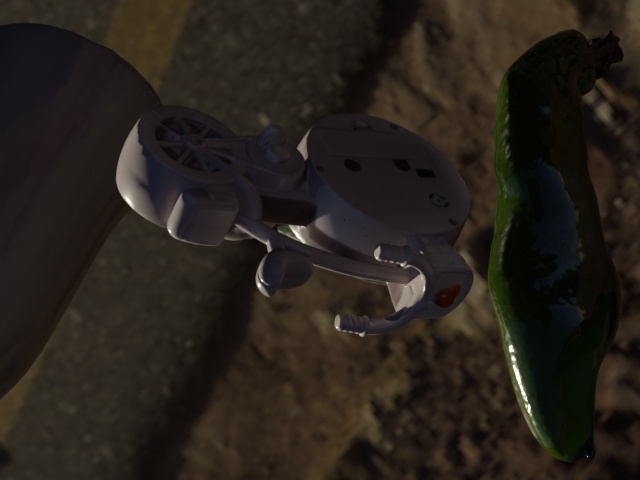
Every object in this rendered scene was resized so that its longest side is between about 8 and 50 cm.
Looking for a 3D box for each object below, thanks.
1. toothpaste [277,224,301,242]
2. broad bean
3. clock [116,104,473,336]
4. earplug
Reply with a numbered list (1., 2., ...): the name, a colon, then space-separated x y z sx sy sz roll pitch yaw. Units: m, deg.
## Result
1. toothpaste: 0.000 0.000 1.514 0.048 0.029 0.197 18 180 -8
2. broad bean: 0.098 -0.008 0.810 0.061 0.195 0.046 17 157 -22
3. clock: -0.005 -0.011 0.668 0.041 0.129 0.087 -61 35 35
4. earplug: -0.228 0.015 1.297 0.172 0.301 0.172 12 139 11
